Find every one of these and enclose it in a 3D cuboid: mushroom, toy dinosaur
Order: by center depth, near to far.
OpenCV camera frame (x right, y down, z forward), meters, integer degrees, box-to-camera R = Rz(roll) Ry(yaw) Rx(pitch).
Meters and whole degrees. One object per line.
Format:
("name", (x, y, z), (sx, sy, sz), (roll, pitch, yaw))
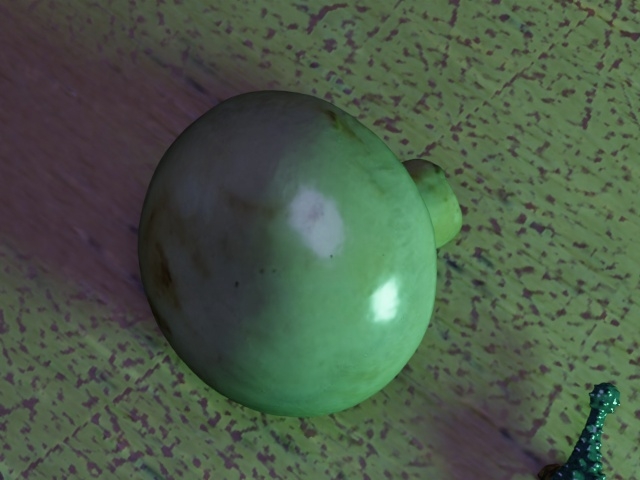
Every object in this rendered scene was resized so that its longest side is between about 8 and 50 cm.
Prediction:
("mushroom", (0.000, 0.000, 1.054), (0.215, 0.207, 0.207), (-22, 75, -41))
("toy dinosaur", (0.163, 0.165, 1.068), (0.049, 0.055, 0.154), (16, 78, 6))
